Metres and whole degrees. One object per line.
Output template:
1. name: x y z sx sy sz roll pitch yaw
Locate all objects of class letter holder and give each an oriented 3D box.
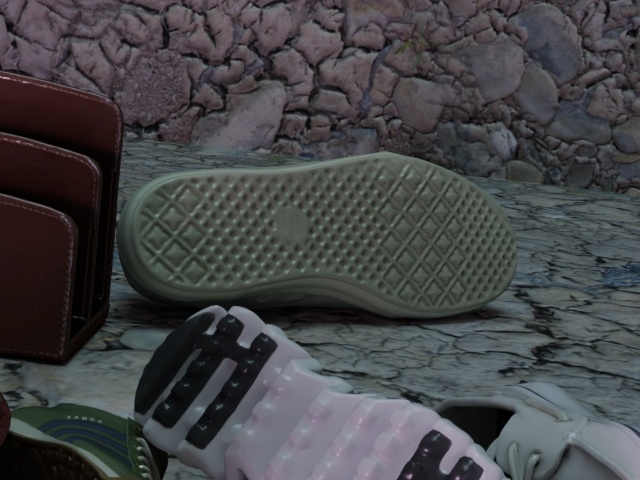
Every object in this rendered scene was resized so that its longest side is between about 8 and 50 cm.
1. letter holder: -0.331 -0.038 1.012 0.301 0.214 0.152 7 11 2

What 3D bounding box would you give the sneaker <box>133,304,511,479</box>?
1. sneaker: 0.024 0.136 0.637 0.292 0.110 0.118 34 -11 44

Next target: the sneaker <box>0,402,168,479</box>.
1. sneaker: -0.115 0.128 0.673 0.086 0.064 0.192 -9 16 -41

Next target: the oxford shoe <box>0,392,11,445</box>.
1. oxford shoe: -0.254 0.105 0.530 0.123 0.130 0.348 45 10 6

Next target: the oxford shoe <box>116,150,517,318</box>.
1. oxford shoe: 0.000 0.000 1.224 0.449 0.169 0.130 1 -10 -28

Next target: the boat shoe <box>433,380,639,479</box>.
1. boat shoe: 0.137 0.138 0.714 0.088 0.096 0.267 0 11 -14
